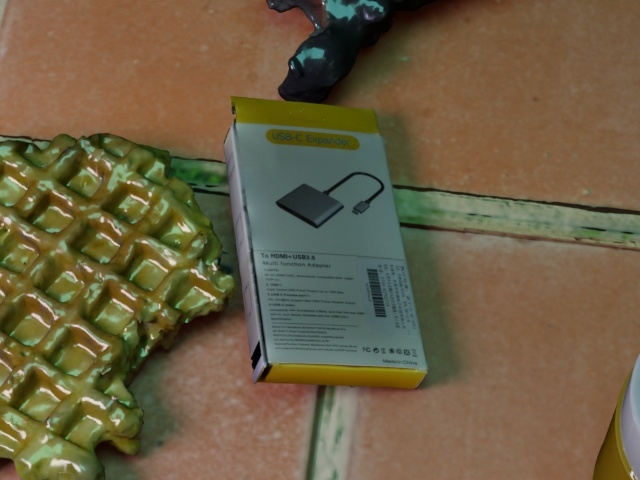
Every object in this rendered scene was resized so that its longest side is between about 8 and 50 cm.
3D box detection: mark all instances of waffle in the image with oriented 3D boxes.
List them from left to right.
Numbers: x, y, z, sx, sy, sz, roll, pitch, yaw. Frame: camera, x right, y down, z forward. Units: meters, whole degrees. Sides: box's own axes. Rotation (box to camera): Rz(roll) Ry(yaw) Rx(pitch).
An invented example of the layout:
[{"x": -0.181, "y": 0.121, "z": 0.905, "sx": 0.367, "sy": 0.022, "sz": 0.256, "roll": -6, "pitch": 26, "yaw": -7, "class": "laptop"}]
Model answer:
[{"x": -0.204, "y": 0.042, "z": 1.344, "sx": 0.282, "sy": 0.058, "sz": 0.300, "roll": 8, "pitch": 58, "yaw": 3, "class": "waffle"}]

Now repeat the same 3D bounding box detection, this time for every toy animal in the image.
[{"x": 0.074, "y": -0.249, "z": 1.524, "sx": 0.343, "sy": 0.106, "sz": 0.168, "roll": -33, "pitch": 70, "yaw": -15, "class": "toy animal"}]

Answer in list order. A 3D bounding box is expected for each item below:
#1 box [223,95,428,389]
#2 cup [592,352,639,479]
[{"x": 0.000, "y": 0.000, "z": 1.377, "sx": 0.129, "sy": 0.033, "sz": 0.247, "roll": 4, "pitch": 54, "yaw": -18, "class": "box"}, {"x": 0.294, "y": 0.147, "z": 1.192, "sx": 0.241, "sy": 0.226, "sz": 0.185, "roll": -10, "pitch": 57, "yaw": 1, "class": "cup"}]
